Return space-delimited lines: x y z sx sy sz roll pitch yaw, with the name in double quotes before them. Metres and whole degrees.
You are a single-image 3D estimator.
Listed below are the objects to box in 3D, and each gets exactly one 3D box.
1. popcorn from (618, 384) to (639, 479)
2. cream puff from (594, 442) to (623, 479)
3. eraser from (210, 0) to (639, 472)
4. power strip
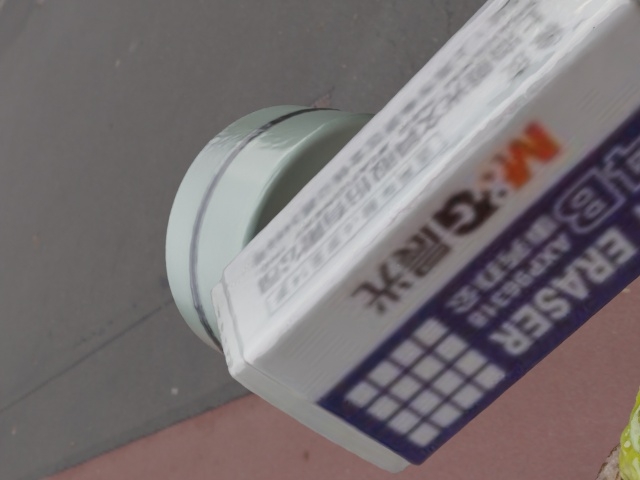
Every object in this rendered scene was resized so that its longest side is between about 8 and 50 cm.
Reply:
"popcorn" 0.369 0.155 0.706 0.237 0.251 0.206 57 169 46
"cream puff" 0.407 0.329 0.952 0.154 0.269 0.241 -36 20 6
"eraser" 0.087 -0.022 0.406 0.279 0.124 0.081 -44 32 14
"power strip" 0.000 0.000 1.067 0.161 0.357 0.358 17 93 48
